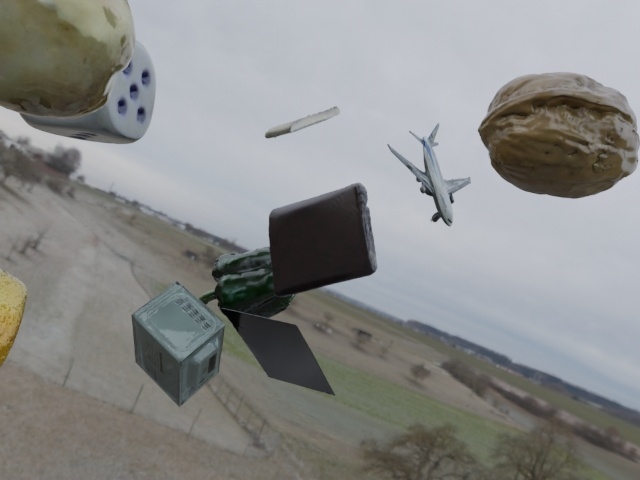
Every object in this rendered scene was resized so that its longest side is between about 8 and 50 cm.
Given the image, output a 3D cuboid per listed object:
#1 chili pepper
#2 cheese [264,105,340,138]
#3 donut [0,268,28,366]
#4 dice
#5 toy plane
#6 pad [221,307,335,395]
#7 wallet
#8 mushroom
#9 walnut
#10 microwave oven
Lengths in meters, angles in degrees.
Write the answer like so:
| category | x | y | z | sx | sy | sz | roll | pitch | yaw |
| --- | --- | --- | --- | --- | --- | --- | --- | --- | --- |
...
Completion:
| category | x | y | z | sx | sy | sz | roll | pitch | yaw |
| --- | --- | --- | --- | --- | --- | --- | --- | --- | --- |
| chili pepper | -0.192 | 0.115 | 1.464 | 0.261 | 0.174 | 0.165 | -20 | -10 | 5 |
| cheese | -0.042 | -0.331 | 1.736 | 0.085 | 0.034 | 0.400 | -18 | 10 | 24 |
| donut | -0.374 | 0.101 | 0.678 | 0.058 | 0.152 | 0.152 | 31 | -8 | -30 |
| dice | -0.431 | -0.287 | 1.147 | 0.193 | 0.194 | 0.192 | 6 | 2 | 11 |
| toy plane | 0.221 | -0.121 | 1.194 | 0.226 | 0.226 | 0.058 | 15 | -30 | -33 |
| pad | -0.074 | 0.209 | 1.148 | 0.163 | 0.004 | 0.243 | 9 | -37 | 29 |
| wallet | 0.000 | 0.000 | 1.164 | 0.229 | 0.182 | 0.049 | -16 | -19 | 34 |
| mushroom | -0.231 | -0.173 | 0.525 | 0.148 | 0.148 | 0.112 | 22 | 5 | -25 |
| walnut | 0.368 | -0.164 | 0.964 | 0.245 | 0.198 | 0.198 | 6 | -4 | 2 |
| microwave oven | -0.279 | 0.208 | 1.234 | 0.162 | 0.122 | 0.208 | 39 | -36 | 16 |
